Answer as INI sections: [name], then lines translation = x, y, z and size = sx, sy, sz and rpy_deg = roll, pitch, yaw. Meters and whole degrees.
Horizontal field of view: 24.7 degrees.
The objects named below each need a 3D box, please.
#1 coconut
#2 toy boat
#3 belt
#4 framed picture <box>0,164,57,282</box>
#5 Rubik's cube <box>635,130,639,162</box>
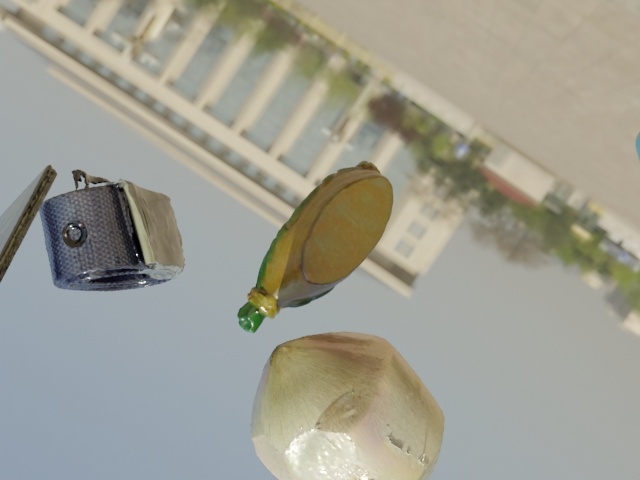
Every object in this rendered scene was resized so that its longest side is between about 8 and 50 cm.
[coconut]
translation = 0.018, 0.163, 1.326
size = 0.183, 0.171, 0.171
rpy_deg = 47, 180, -28
[toy boat]
translation = 0.000, 0.000, 1.466
size = 0.089, 0.229, 0.088
rpy_deg = 47, 154, -17
[belt]
translation = -0.239, -0.011, 1.681
size = 0.230, 0.139, 0.126
rpy_deg = 20, -122, -76
[framed picture]
translation = -0.364, 0.105, 1.283
size = 0.016, 0.347, 0.265
rpy_deg = 38, -148, -17
[Rubik's cube]
translation = 0.453, -0.063, 1.593
size = 0.254, 0.254, 0.254
rpy_deg = 33, -174, -4
